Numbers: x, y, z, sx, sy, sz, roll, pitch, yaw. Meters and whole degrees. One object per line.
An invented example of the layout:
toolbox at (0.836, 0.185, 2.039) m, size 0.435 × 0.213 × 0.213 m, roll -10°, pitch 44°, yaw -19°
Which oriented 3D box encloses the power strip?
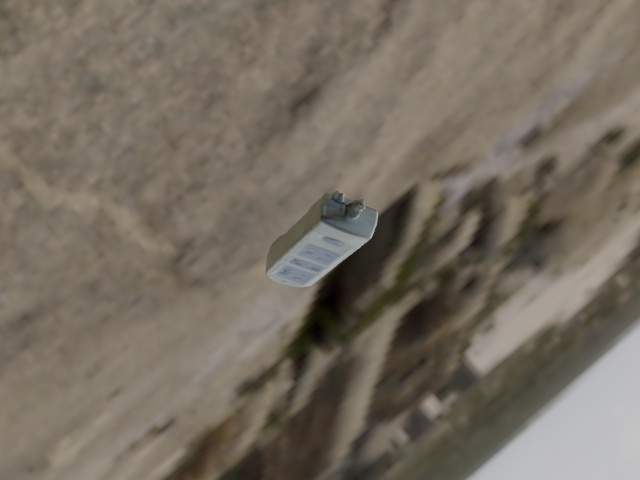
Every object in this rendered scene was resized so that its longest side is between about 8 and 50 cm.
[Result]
power strip at (0.000, 0.000, 1.536) m, size 0.191 × 0.047 × 0.030 m, roll 139°, pitch -33°, yaw -63°
